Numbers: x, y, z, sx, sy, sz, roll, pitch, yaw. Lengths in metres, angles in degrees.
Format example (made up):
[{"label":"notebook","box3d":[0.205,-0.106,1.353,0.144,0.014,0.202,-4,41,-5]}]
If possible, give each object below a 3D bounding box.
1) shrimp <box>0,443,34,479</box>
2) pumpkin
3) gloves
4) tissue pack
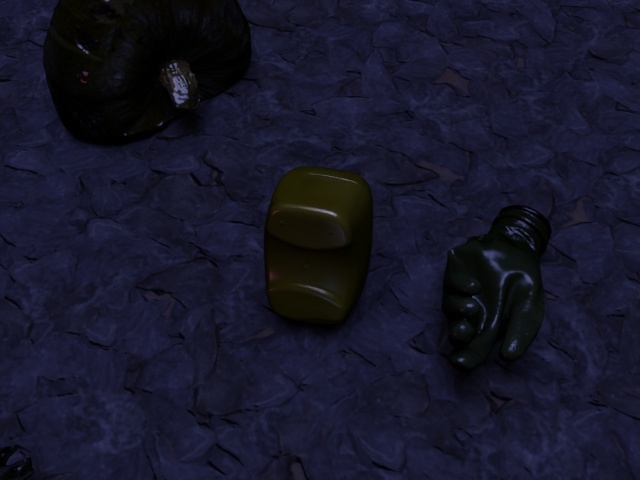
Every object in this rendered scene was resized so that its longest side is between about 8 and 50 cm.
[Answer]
[{"label":"shrimp","box3d":[-0.483,0.314,0.691,0.445,0.085,0.272,-30,32,-30]},{"label":"pumpkin","box3d":[-0.251,-0.298,1.093,0.325,0.232,0.242,-39,64,-20]},{"label":"gloves","box3d":[0.202,0.057,0.890,0.135,0.107,0.268,30,42,12]},{"label":"tissue pack","box3d":[0.000,0.000,0.892,0.123,0.178,0.127,10,36,10]}]
